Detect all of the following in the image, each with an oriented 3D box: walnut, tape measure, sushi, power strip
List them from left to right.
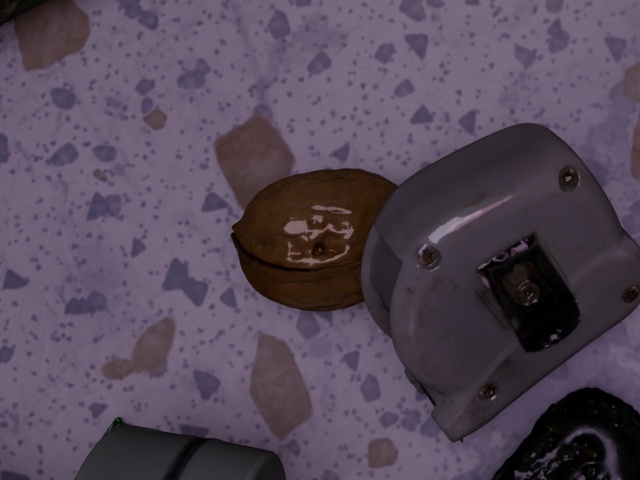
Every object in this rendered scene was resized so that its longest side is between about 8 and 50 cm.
[{"bbox_3d":[-0.144,0.359,1.484,0.162,0.357,0.357,9,88,10],"label":"power strip"},{"bbox_3d":[0.000,0.000,1.585,0.180,0.144,0.144,-2,87,0],"label":"walnut"},{"bbox_3d":[0.168,0.039,1.513,0.258,0.130,0.265,-36,127,4],"label":"tape measure"},{"bbox_3d":[0.231,0.248,1.540,0.124,0.127,0.225,41,91,9],"label":"sushi"}]

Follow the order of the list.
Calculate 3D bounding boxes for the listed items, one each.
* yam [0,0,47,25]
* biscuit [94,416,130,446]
[{"bbox_3d":[-0.359,-0.295,1.644,0.268,0.161,0.161,-26,84,4],"label":"yam"},{"bbox_3d":[-0.189,0.220,1.659,0.089,0.016,0.046,28,92,9],"label":"biscuit"}]
